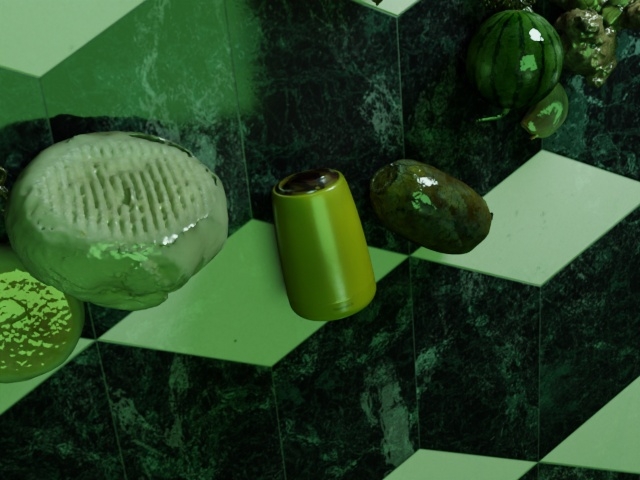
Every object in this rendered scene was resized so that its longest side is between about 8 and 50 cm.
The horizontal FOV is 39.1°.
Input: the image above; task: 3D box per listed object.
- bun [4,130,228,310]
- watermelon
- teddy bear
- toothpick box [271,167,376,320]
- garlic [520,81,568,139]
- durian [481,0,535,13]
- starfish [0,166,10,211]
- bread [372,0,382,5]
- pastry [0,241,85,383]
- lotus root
[{"bbox_3d":[-0.331,-0.020,1.477,0.359,0.360,0.211,-1,130,-24],"label":"bun"},{"bbox_3d":[0.373,-0.334,1.738,0.187,0.188,0.215,-12,117,-20],"label":"watermelon"},{"bbox_3d":[0.538,-0.480,1.744,0.223,0.246,0.296,-58,164,-28],"label":"teddy bear"},{"bbox_3d":[0.000,0.000,1.715,0.174,0.175,0.272,-20,114,-16],"label":"toothpick box"},{"bbox_3d":[0.478,-0.276,1.879,0.084,0.066,0.152,22,102,-28],"label":"garlic"},{"bbox_3d":[0.382,-0.502,1.732,0.148,0.091,0.189,-37,122,-7],"label":"durian"},{"bbox_3d":[-0.554,-0.084,1.512,0.078,0.028,0.091,24,102,-24],"label":"starfish"},{"bbox_3d":[0.128,-0.631,1.547,0.315,0.279,0.248,-31,152,30],"label":"bread"},{"bbox_3d":[-0.534,0.119,1.541,0.264,0.133,0.265,-8,112,-21],"label":"pastry"},{"bbox_3d":[0.221,-0.062,1.800,0.274,0.152,0.160,25,107,-28],"label":"lotus root"}]
